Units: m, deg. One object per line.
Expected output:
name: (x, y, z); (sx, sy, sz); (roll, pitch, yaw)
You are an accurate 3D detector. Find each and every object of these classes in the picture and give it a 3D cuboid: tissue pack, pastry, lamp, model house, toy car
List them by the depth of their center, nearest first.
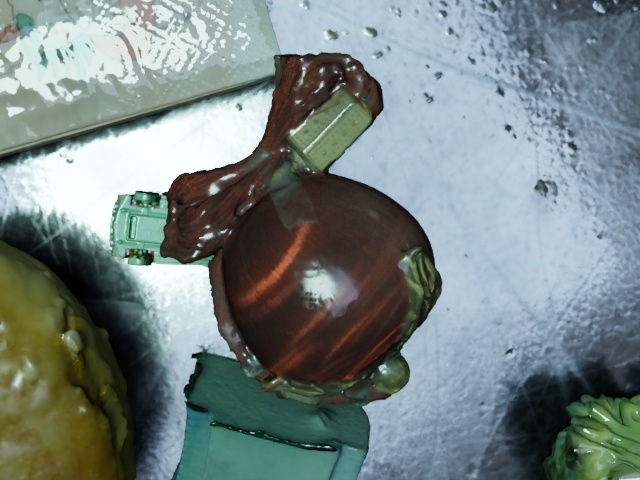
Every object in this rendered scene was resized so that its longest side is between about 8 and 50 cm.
pastry: (-0.276, 0.134, 0.624); (0.285, 0.184, 0.315); (-16, 104, -10)
lamp: (0.004, 0.005, 0.627); (0.215, 0.151, 0.223); (-44, 111, 2)
tissue pack: (-0.205, -0.160, 0.668); (0.326, 0.071, 0.170); (-16, 97, -1)
model house: (-0.051, 0.184, 0.680); (0.148, 0.119, 0.148); (17, 102, -4)
toy car: (-0.103, -0.007, 0.698); (0.122, 0.035, 0.059); (6, 93, -13)

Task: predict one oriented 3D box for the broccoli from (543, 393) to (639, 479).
broccoli: (0.320, 0.206, 0.620); (0.288, 0.245, 0.247); (-5, 84, -7)
